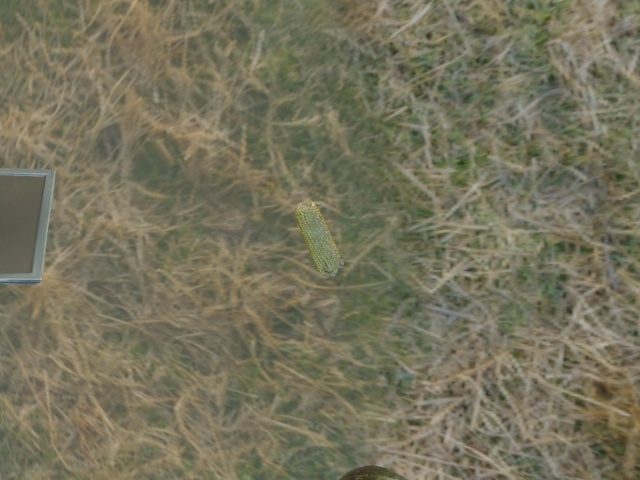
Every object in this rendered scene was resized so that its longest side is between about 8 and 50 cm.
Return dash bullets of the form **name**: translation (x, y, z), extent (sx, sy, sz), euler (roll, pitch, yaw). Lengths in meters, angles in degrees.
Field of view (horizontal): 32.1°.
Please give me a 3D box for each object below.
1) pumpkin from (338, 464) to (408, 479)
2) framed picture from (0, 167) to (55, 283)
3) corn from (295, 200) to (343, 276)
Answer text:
- **pumpkin**: translation (0.050, 0.309, 1.149), extent (0.119, 0.107, 0.183), euler (38, 56, 2)
- **framed picture**: translation (-0.473, -0.023, 1.534), extent (0.197, 0.252, 0.014), euler (1, 129, -9)
- **corn**: translation (0.000, 0.000, 1.048), extent (0.028, 0.027, 0.083), euler (-33, 119, -19)
